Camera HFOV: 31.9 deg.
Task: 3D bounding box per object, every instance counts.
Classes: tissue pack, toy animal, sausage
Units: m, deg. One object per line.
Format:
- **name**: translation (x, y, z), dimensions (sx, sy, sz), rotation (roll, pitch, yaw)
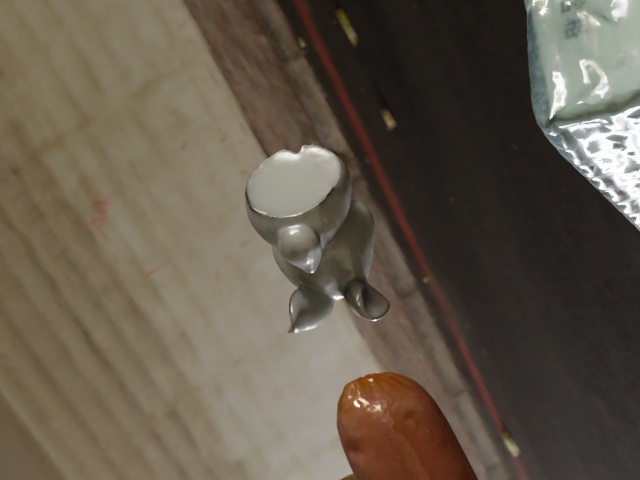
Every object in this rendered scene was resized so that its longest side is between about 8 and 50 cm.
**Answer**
- **tissue pack**: translation (0.217, -0.114, 0.666), dimensions (0.316, 0.103, 0.228), rotation (32, -130, -51)
- **toy animal**: translation (-0.004, 0.000, 1.281), dimensions (0.178, 0.127, 0.193), rotation (-93, -14, -54)
- **sausage**: translation (0.100, 0.246, 1.083), dimensions (0.259, 0.113, 0.113), rotation (63, 173, 5)

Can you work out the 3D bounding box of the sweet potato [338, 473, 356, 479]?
- **sweet potato**: translation (0.035, 0.371, 1.526), dimensions (0.097, 0.097, 0.292), rotation (57, 158, 7)
